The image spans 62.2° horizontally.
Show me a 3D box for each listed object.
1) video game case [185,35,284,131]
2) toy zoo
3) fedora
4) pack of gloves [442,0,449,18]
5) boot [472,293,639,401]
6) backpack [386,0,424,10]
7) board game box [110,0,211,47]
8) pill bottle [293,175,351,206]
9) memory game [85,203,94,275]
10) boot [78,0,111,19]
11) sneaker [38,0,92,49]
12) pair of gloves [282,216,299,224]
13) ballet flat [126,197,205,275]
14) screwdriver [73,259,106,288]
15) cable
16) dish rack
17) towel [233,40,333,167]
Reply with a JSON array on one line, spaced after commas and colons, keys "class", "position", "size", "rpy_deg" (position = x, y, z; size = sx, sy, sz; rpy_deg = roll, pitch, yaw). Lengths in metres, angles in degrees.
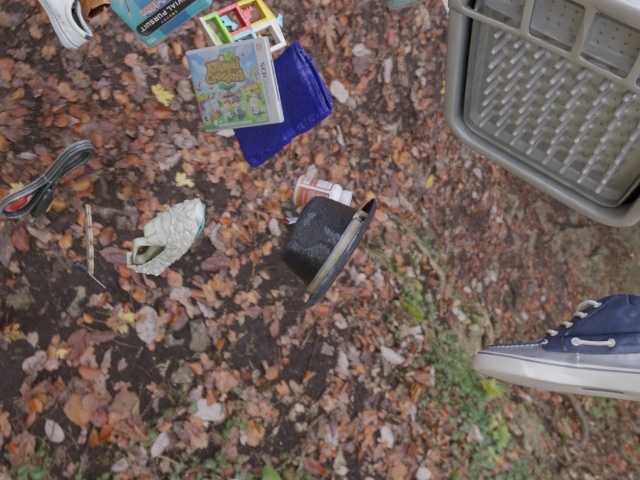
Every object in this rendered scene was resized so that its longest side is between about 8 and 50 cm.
[{"class": "video game case", "position": [-0.203, -0.365, 1.257], "size": [0.023, 0.212, 0.194], "rpy_deg": [-51, 135, -60]}, {"class": "toy zoo", "position": [-0.243, -0.703, 1.783], "size": [0.293, 0.030, 0.192], "rpy_deg": [-38, 101, -29]}, {"class": "fedora", "position": [0.000, 0.000, 1.300], "size": [0.152, 0.334, 0.334], "rpy_deg": [33, 79, 0]}, {"class": "pack of gloves", "position": [0.483, -0.748, 1.654], "size": [0.046, 0.195, 0.232], "rpy_deg": [49, 31, -59]}, {"class": "boot", "position": [0.240, 0.095, 0.490], "size": [0.069, 0.189, 0.086], "rpy_deg": [38, 59, -51]}, {"class": "backpack", "position": [0.196, -0.551, 1.044], "size": [0.144, 0.165, 0.188], "rpy_deg": [56, 49, -31]}, {"class": "board game box", "position": [-0.509, -0.752, 1.492], "size": [0.336, 0.253, 0.079], "rpy_deg": [45, 33, -38]}, {"class": "pill bottle", "position": [0.010, -0.177, 2.111], "size": [0.121, 0.216, 0.121], "rpy_deg": [16, 90, -79]}, {"class": "memory game", "position": [-0.587, -0.002, 1.348], "size": [0.012, 0.186, 0.186], "rpy_deg": [-3, 102, -26]}, {"class": "boot", "position": [-0.596, -0.620, 1.308], "size": [0.073, 0.197, 0.153], "rpy_deg": [-28, 104, -44]}, {"class": "sneaker", "position": [-0.721, -0.670, 1.471], "size": [0.091, 0.094, 0.258], "rpy_deg": [-18, 117, 10]}, {"class": "pair of gloves", "position": [-0.038, -0.047, 1.918], "size": [0.159, 0.198, 0.023], "rpy_deg": [0, 113, -29]}, {"class": "ballet flat", "position": [-0.478, 0.005, 1.579], "size": [0.147, 0.409, 0.147], "rpy_deg": [19, 53, -28]}, {"class": "screwdriver", "position": [-0.707, 0.106, 1.634], "size": [0.024, 0.025, 0.170], "rpy_deg": [-25, 151, -4]}, {"class": "cable", "position": [-0.639, -0.139, 1.214], "size": [0.287, 0.072, 0.139], "rpy_deg": [-45, 162, 24]}, {"class": "dish rack", "position": [0.273, -0.165, 0.586], "size": [0.072, 0.285, 0.333], "rpy_deg": [-49, 158, -11]}, {"class": "towel", "position": [-0.117, -0.369, 1.479], "size": [0.076, 0.308, 0.228], "rpy_deg": [-4, 69, -57]}]
